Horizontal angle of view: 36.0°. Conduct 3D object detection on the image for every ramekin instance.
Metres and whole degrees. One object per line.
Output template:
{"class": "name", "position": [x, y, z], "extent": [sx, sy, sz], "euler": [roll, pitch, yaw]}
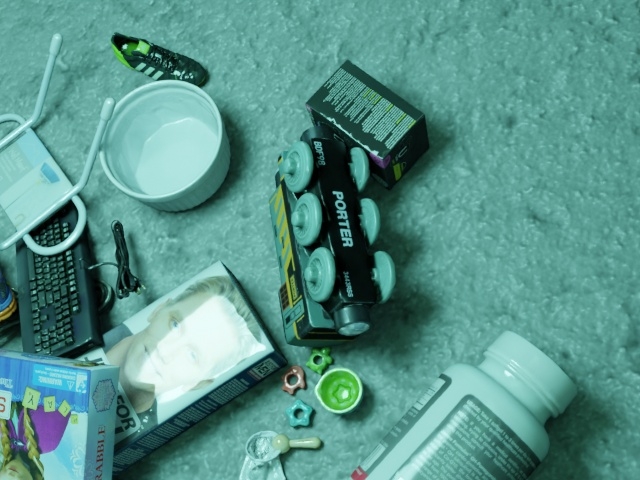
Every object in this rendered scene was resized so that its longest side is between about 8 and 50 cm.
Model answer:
{"class": "ramekin", "position": [-0.244, -0.144, 1.600], "extent": [0.207, 0.109, 0.207], "euler": [-4, 70, 10]}

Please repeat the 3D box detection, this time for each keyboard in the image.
{"class": "keyboard", "position": [-0.383, 0.046, 1.545], "extent": [0.201, 0.033, 0.317], "euler": [-21, 48, 0]}

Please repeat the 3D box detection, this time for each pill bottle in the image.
{"class": "pill bottle", "position": [0.193, 0.279, 1.326], "extent": [0.176, 0.176, 0.318], "euler": [41, 83, 21]}

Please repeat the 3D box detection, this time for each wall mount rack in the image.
{"class": "wall mount rack", "position": [-0.470, -0.155, 1.608], "extent": [0.304, 0.130, 0.350], "euler": [-40, 57, -3]}

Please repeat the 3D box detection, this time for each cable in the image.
{"class": "cable", "position": [-0.480, 0.108, 1.575], "extent": [0.287, 0.072, 0.139], "euler": [0, 61, 13]}

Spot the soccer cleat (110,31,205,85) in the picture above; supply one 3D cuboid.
{"class": "soccer cleat", "position": [-0.282, -0.308, 1.684], "extent": [0.179, 0.072, 0.060], "euler": [21, 76, 17]}

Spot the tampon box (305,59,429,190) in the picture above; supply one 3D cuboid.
{"class": "tampon box", "position": [0.076, -0.179, 1.540], "extent": [0.161, 0.120, 0.101], "euler": [39, 81, 21]}

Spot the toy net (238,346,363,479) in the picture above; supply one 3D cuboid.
{"class": "toy net", "position": [-0.046, 0.263, 1.451], "extent": [0.232, 0.045, 0.122], "euler": [-44, 69, -5]}

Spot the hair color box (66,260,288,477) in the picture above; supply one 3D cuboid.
{"class": "hair color box", "position": [-0.244, 0.200, 1.482], "extent": [0.347, 0.105, 0.174], "euler": [-33, 68, -2]}

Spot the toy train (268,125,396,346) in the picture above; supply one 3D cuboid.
{"class": "toy train", "position": [0.000, 0.000, 1.461], "extent": [0.142, 0.190, 0.334], "euler": [3, 61, -28]}

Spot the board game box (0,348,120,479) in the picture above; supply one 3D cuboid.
{"class": "board game box", "position": [-0.439, 0.320, 1.410], "extent": [0.319, 0.066, 0.318], "euler": [3, 90, 29]}

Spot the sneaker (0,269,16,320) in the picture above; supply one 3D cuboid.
{"class": "sneaker", "position": [-0.545, 0.034, 1.550], "extent": [0.083, 0.087, 0.221], "euler": [-30, 52, -26]}
